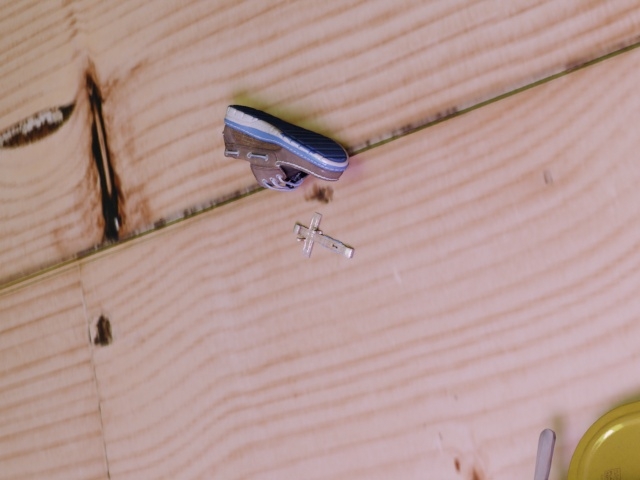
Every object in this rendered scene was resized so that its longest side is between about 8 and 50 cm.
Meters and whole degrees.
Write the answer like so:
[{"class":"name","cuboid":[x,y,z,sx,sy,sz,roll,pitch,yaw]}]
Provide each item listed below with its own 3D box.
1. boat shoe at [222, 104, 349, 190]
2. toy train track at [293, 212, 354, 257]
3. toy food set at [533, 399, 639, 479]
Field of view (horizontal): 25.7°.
[{"class":"boat shoe","cuboid":[-0.038,-0.087,1.475,0.183,0.066,0.066,30,112,48]},{"class":"toy train track","cuboid":[0.000,0.000,1.464,0.083,0.014,0.048,24,103,38]},{"class":"toy food set","cuboid":[0.284,0.204,1.184,0.218,0.071,0.128,-20,51,36]}]
